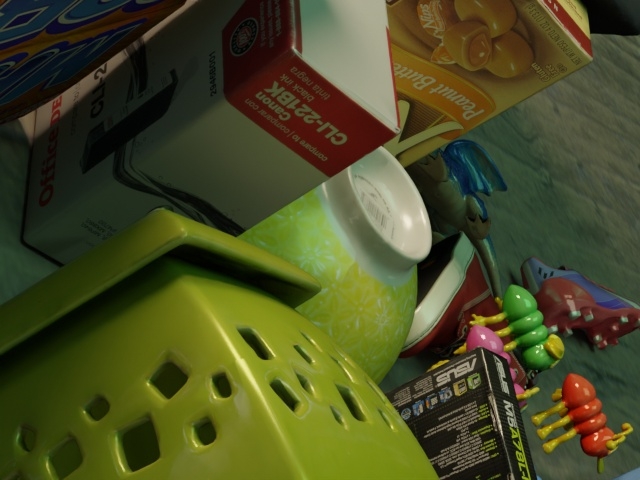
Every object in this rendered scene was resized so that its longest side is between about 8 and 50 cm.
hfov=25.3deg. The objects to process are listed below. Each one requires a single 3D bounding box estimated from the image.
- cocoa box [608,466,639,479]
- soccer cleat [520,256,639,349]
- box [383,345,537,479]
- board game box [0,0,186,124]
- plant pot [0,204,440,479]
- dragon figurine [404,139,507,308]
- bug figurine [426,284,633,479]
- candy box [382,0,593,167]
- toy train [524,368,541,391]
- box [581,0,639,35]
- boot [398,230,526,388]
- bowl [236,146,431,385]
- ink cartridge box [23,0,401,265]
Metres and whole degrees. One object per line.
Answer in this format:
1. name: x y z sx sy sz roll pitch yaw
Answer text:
1. cocoa box: 0.404 0.398 1.420 0.228 0.231 0.347 20 47 -50
2. soccer cleat: 0.330 0.075 1.773 0.248 0.083 0.095 11 50 -52
3. box: 0.079 0.203 1.116 0.045 0.190 0.184 25 43 -46
4. board game box: -0.249 -0.271 0.843 0.356 0.356 0.356 59 28 -3
5. plant pot: -0.088 0.117 0.867 0.227 0.228 0.207 25 37 -64
6. dragon figurine: 0.149 -0.058 1.588 0.289 0.085 0.144 52 29 -12
7. bug figurine: 0.201 0.159 1.342 0.216 0.072 0.279 63 31 -4
8. candy box: 0.065 -0.169 1.307 0.183 0.316 0.087 42 34 -30
9. toy train: 0.226 0.148 1.586 0.158 0.027 0.036 -33 104 -63
10. box: 0.094 -0.461 1.401 0.480 0.472 0.297 41 78 -33
11. boot: 0.145 0.104 1.434 0.176 0.088 0.244 59 24 -6
12. bowl: 0.000 0.000 1.215 0.289 0.156 0.289 40 34 -35
13. ink cartridge box: -0.086 -0.107 1.051 0.114 0.273 0.197 33 38 -36
